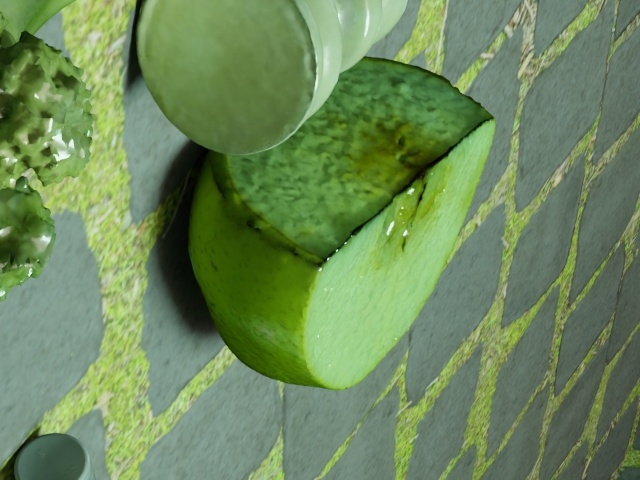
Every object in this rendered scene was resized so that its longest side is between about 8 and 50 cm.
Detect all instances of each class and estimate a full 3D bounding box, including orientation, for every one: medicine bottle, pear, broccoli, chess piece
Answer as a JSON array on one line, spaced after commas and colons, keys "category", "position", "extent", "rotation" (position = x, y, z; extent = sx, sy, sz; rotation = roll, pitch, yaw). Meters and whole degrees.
[{"category": "medicine bottle", "position": [-0.198, 0.194, 1.401], "extent": [0.058, 0.058, 0.091], "rotation": [-52, 155, -31]}, {"category": "pear", "position": [0.000, 0.000, 1.525], "extent": [0.292, 0.159, 0.292], "rotation": [-46, 153, -32]}, {"category": "broccoli", "position": [-0.184, -0.072, 0.971], "extent": [0.302, 0.186, 0.254], "rotation": [-8, 111, -58]}, {"category": "chess piece", "position": [-0.013, -0.172, 1.349], "extent": [0.251, 0.144, 0.144], "rotation": [-41, 149, -56]}]
